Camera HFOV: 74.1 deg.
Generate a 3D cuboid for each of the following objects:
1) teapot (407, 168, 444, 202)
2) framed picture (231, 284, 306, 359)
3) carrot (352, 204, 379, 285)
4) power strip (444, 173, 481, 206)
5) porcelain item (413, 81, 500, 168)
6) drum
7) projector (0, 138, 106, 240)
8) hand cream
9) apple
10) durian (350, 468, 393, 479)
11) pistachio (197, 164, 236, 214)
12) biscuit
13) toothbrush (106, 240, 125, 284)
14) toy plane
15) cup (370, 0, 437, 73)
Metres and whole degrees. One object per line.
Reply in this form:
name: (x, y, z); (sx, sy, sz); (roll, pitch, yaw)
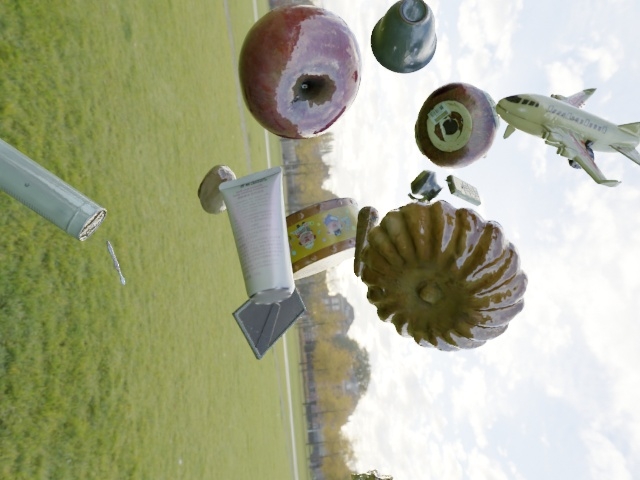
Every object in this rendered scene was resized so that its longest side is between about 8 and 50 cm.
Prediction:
teapot: (0.434, -0.217, 1.773); (0.119, 0.130, 0.166); (47, -39, 4)
framed picture: (-0.206, 0.305, 1.813); (0.335, 0.022, 0.247); (-43, 120, -40)
carrot: (0.142, 0.012, 1.378); (0.078, 0.078, 0.298); (91, 11, -57)
power strip: (0.478, -0.169, 1.422); (0.028, 0.168, 0.076); (-36, -132, 43)
porcelain item: (0.406, -0.337, 1.254); (0.253, 0.252, 0.253); (175, -90, -86)
drum: (0.000, 0.000, 1.783); (0.431, 0.430, 0.214); (102, -33, -78)
projector: (-0.722, -0.134, 1.074); (0.108, 0.337, 0.108); (-53, -172, 10)
hand cream: (-0.159, -0.016, 1.117); (0.118, 0.185, 0.359); (50, 26, -69)
apple: (-0.025, -0.202, 0.510); (0.153, 0.153, 0.120); (89, -20, -45)
durian: (0.140, 0.634, 1.080); (0.224, 0.078, 0.141); (142, -69, -68)
pistachio: (-0.378, -0.184, 1.543); (0.206, 0.131, 0.130); (-50, -136, 37)
biscuit: (0.220, 0.083, 0.818); (0.107, 0.325, 0.326); (-39, 132, -52)
toothbrush: (-0.740, 0.082, 1.531); (0.019, 0.013, 0.193); (34, -42, 42)
toy plane: (0.398, -0.179, 0.680); (0.092, 0.244, 0.229); (96, 9, -54)
cup: (0.244, -0.591, 1.175); (0.150, 0.199, 0.199); (90, -5, -84)
